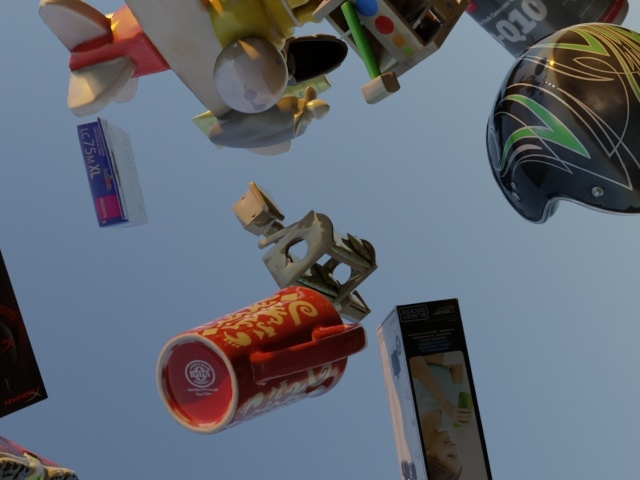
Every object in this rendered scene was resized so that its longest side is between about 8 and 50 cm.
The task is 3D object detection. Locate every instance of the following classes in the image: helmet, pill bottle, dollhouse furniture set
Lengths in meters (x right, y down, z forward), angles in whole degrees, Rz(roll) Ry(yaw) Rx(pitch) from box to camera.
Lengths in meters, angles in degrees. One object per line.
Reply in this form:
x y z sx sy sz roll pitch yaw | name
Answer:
0.227 -0.095 0.778 0.169 0.161 0.170 4 -103 -17 | helmet
0.270 -0.363 1.300 0.283 0.161 0.161 40 -143 -10 | pill bottle
0.000 0.000 1.242 0.182 0.101 0.161 29 -158 -52 | dollhouse furniture set

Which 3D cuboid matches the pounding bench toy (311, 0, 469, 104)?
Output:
0.031 -0.123 0.519 0.065 0.052 0.083 45 -131 -15 | pounding bench toy

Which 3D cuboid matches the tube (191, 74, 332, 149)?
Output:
-0.096 -0.234 1.620 0.070 0.240 0.062 63 -167 -9 | tube

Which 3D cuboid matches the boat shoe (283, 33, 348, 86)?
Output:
-0.058 -0.276 1.452 0.227 0.068 0.081 -24 -73 -35 | boat shoe

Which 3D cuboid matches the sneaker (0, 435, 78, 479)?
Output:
-0.370 0.264 1.087 0.118 0.279 0.107 39 -108 19 | sneaker

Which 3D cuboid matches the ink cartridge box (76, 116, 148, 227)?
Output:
-0.378 -0.116 1.718 0.311 0.065 0.186 -176 74 -85 | ink cartridge box

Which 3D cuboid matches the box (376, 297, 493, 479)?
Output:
0.151 0.238 1.255 0.087 0.169 0.290 -6 -107 -8 | box

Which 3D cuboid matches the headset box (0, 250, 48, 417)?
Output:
-0.538 0.123 1.310 0.218 0.110 0.293 -20 -85 -45 | headset box

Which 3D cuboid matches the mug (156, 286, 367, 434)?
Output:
-0.053 0.101 0.869 0.113 0.150 0.169 53 -150 15 | mug

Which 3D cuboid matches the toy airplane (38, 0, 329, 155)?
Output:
-0.138 -0.247 1.126 0.386 0.384 0.272 -1 -133 -33 | toy airplane
